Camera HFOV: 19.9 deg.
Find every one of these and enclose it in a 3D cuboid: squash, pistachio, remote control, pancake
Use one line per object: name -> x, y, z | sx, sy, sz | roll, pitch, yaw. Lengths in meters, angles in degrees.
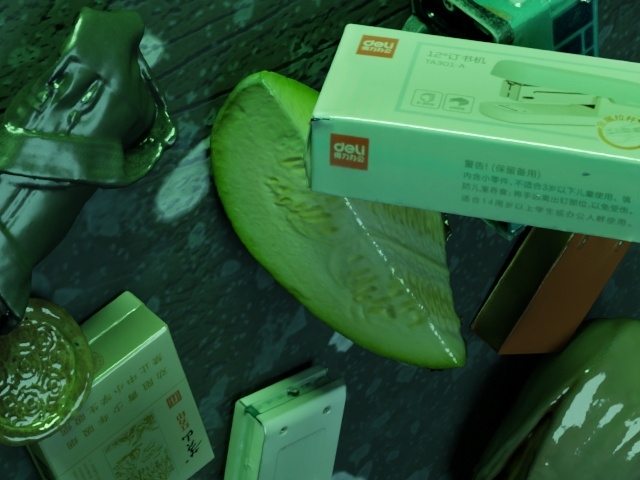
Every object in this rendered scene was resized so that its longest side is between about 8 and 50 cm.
squash -> 0.000, 0.000, 1.489 | 0.111, 0.203, 0.289 | -16, 162, 27
pistachio -> 0.278, 0.212, 1.989 | 0.288, 0.166, 0.197 | -57, 153, 11
remote control -> -0.046, 0.247, 1.749 | 0.103, 0.055, 0.277 | -22, 136, -36
pancake -> -0.224, 0.099, 1.381 | 0.115, 0.011, 0.114 | 0, 91, -24

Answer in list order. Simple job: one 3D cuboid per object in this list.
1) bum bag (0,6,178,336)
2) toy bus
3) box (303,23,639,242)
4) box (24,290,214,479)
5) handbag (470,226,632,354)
bum bag -> -0.209, -0.017, 1.277 | 0.326, 0.080, 0.142 | -52, 143, 4
toy bus -> 0.159, -0.141, 1.546 | 0.147, 0.128, 0.256 | -34, 144, -19
box -> 0.128, -0.082, 1.378 | 0.135, 0.269, 0.079 | -69, 165, -49
box -> -0.172, 0.151, 1.503 | 0.141, 0.058, 0.201 | -39, 144, -18
handbag -> 0.248, 0.028, 1.881 | 0.127, 0.063, 0.190 | 2, 124, -50
